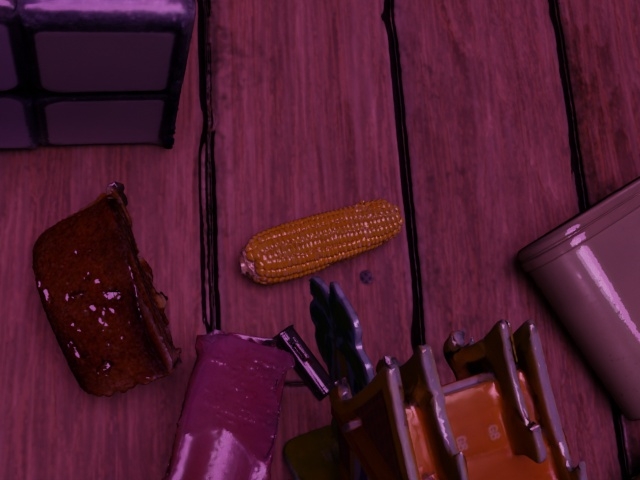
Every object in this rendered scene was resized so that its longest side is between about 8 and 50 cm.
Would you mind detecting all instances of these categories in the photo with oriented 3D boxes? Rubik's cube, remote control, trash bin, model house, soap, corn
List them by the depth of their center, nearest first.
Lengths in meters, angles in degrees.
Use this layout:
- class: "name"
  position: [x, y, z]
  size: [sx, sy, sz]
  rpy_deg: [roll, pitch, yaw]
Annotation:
- class: "model house"
  position: [0.115, 0.164, 0.840]
  size: [0.242, 0.313, 0.358]
  rpy_deg: [-12, 35, -18]
- class: "soap"
  position: [-0.101, 0.234, 0.891]
  size: [0.112, 0.182, 0.289]
  rpy_deg: [15, 75, -7]
- class: "Rubik's cube"
  position: [-0.308, -0.288, 0.931]
  size: [0.313, 0.316, 0.318]
  rpy_deg: [-3, 73, -14]
- class: "remote control"
  position: [-0.017, 0.140, 1.027]
  size: [0.034, 0.016, 0.091]
  rpy_deg: [-36, 85, -26]
- class: "corn"
  position: [0.000, 0.000, 1.049]
  size: [0.206, 0.067, 0.067]
  rpy_deg: [-19, 78, -19]
- class: "trash bin"
  position: [0.403, 0.059, 1.108]
  size: [0.243, 0.121, 0.247]
  rpy_deg: [-30, 86, -21]

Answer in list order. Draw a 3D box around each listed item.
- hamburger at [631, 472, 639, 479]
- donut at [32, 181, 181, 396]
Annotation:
- class: "hamburger"
  position: [0.428, 0.339, 1.022]
  size: [0.189, 0.122, 0.215]
  rpy_deg: [11, 67, -17]
- class: "donut"
  position: [-0.231, 0.054, 0.943]
  size: [0.126, 0.144, 0.187]
  rpy_deg: [-25, 106, 0]
